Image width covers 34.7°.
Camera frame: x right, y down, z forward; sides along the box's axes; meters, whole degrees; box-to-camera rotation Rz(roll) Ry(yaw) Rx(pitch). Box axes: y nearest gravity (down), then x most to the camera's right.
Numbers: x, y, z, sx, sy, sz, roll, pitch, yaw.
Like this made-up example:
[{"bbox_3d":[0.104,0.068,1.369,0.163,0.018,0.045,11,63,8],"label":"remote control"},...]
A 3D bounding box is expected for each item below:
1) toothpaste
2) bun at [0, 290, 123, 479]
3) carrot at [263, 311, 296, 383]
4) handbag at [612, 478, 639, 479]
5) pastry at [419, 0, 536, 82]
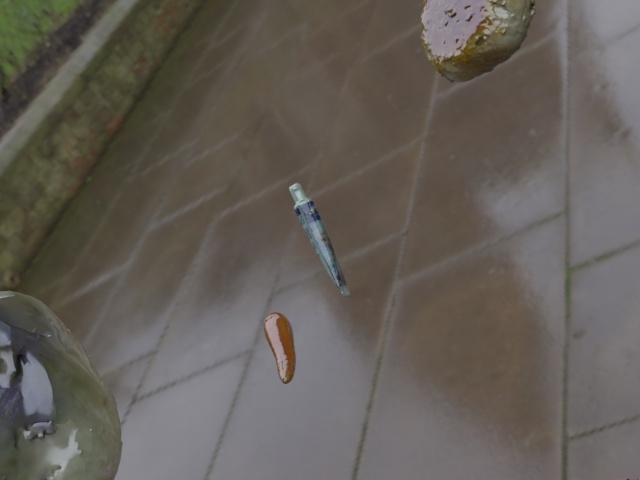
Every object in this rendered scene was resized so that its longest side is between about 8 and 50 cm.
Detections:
[{"bbox_3d":[0.000,0.000,1.774,0.037,0.216,0.062,-27,-5,13],"label":"toothpaste"},{"bbox_3d":[-0.303,0.145,0.854,0.272,0.273,0.168,-70,-4,-49],"label":"bun"},{"bbox_3d":[-0.045,0.127,1.215,0.035,0.035,0.142,-36,32,11],"label":"carrot"},{"bbox_3d":[0.631,0.541,1.970,0.059,0.213,0.157,9,89,60],"label":"handbag"},{"bbox_3d":[0.228,-0.334,1.529,0.193,0.093,0.182,-17,68,49],"label":"pastry"}]
